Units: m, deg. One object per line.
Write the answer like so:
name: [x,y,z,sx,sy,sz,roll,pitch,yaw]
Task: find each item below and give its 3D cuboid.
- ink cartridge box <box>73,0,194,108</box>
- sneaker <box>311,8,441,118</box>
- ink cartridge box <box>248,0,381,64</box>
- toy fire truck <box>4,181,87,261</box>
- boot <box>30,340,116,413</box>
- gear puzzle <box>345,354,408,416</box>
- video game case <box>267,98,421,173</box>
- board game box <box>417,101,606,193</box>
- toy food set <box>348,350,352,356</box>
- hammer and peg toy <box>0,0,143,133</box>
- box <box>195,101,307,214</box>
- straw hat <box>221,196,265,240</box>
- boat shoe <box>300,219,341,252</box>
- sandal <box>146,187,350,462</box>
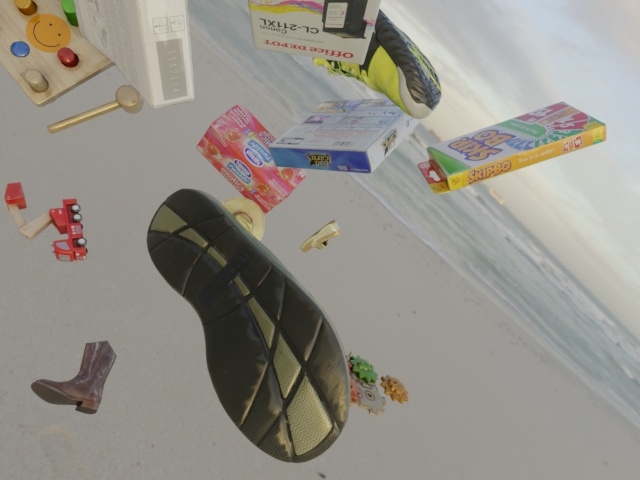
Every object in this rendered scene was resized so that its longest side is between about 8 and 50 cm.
ink cartridge box: [-0.252,-0.357,0.549,0.066,0.296,0.261,-25,54,-31]
sneaker: [0.074,-0.338,0.800,0.145,0.147,0.384,12,41,-52]
ink cartridge box: [-0.002,-0.251,0.419,0.128,0.072,0.175,8,-11,-2]
toy fire truck: [-0.580,-0.037,0.946,0.135,0.047,0.191,-9,64,-29]
boot: [-0.371,0.195,0.684,0.106,0.037,0.114,48,26,-36]
gear puzzle: [0.092,0.335,1.087,0.339,0.044,0.175,24,25,-23]
video game case: [0.058,-0.246,1.023,0.244,0.270,0.061,-49,134,-34]
board game box: [0.292,-0.150,0.718,0.124,0.260,0.039,-97,164,-57]
toy food set: [0.047,0.394,1.423,0.019,0.122,0.078,60,24,-13]
hammer and peg toy: [-0.613,-0.438,1.060,0.361,0.266,0.127,53,-16,-7]
box: [-0.178,-0.208,1.164,0.257,0.128,0.122,46,55,-11]
straw hat: [-0.200,-0.037,1.131,0.144,0.144,0.061,38,-3,-19]
boat shoe: [0.000,0.000,1.148,0.045,0.135,0.050,54,38,3]
sandal: [-0.067,0.064,0.445,0.302,0.120,0.086,53,5,26]
